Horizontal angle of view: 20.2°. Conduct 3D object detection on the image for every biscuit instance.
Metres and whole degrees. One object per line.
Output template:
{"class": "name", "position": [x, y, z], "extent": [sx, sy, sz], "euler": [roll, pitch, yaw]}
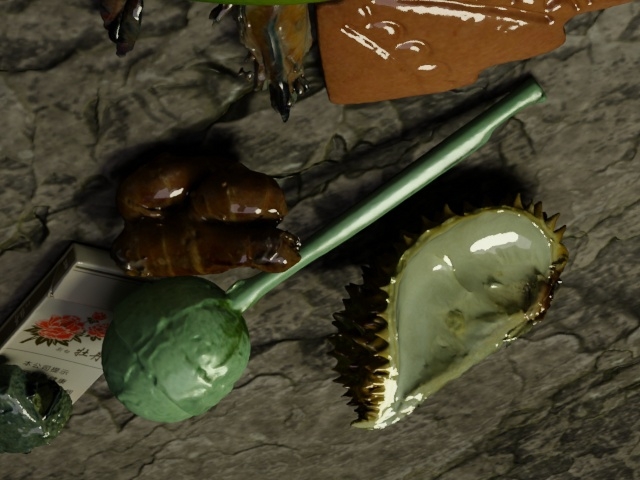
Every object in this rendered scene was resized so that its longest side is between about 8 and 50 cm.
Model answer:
{"class": "biscuit", "position": [0.108, -0.192, 1.318], "extent": [0.284, 0.043, 0.306], "euler": [19, 133, -37]}

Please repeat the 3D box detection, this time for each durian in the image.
{"class": "durian", "position": [0.100, 0.051, 1.552], "extent": [0.252, 0.139, 0.144], "euler": [-31, 178, -22]}

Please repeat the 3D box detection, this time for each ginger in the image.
{"class": "ginger", "position": [-0.092, -0.023, 1.443], "extent": [0.162, 0.103, 0.073], "euler": [0, -170, 15]}

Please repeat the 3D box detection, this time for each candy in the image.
{"class": "candy", "position": [0.000, 0.000, 1.486], "extent": [0.440, 0.119, 0.119], "euler": [-36, 140, 10]}

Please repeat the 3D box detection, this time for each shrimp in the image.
{"class": "shrimp", "position": [-0.078, -0.156, 1.301], "extent": [0.152, 0.046, 0.219], "euler": [-16, 140, 1]}

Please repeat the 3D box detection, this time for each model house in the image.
{"class": "model house", "position": [-0.273, 0.140, 1.588], "extent": [0.079, 0.066, 0.083], "euler": [-13, 129, 20]}

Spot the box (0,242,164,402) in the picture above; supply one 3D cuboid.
{"class": "box", "position": [-0.219, 0.077, 1.583], "extent": [0.109, 0.029, 0.198], "euler": [15, 136, -35]}

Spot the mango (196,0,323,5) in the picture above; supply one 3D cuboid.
{"class": "mango", "position": [-0.051, -0.227, 1.122], "extent": [0.343, 0.156, 0.192], "euler": [-7, 153, 12]}
